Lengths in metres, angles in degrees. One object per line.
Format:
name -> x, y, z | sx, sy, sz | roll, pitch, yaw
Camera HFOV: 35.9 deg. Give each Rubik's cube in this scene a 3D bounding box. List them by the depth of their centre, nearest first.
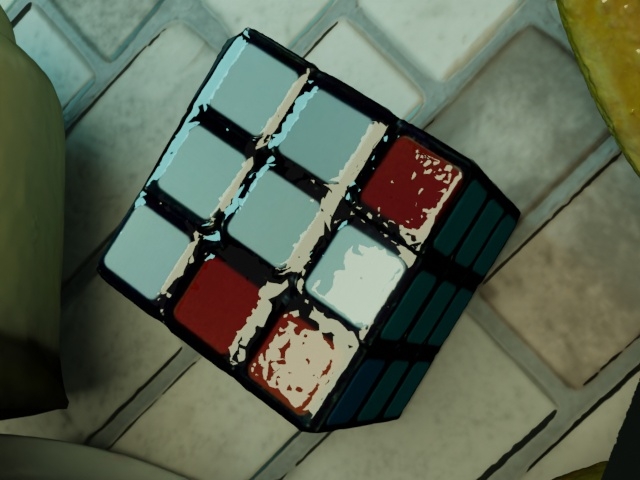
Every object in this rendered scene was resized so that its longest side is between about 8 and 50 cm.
Rubik's cube -> 0.000, 0.000, 0.571 | 0.163, 0.160, 0.162 | 35, 95, 21

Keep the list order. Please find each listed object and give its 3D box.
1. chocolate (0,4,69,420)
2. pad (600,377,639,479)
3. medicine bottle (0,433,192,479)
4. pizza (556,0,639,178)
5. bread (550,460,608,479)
chocolate -> -0.320, -0.032, 0.601 | 0.314, 0.326, 0.297 | -6, 85, 29
pad -> 0.222, 0.098, 0.453 | 0.160, 0.265, 0.009 | 18, 125, 22
medicine bottle -> -0.181, 0.316, 0.564 | 0.211, 0.211, 0.371 | 15, 87, 21
pizza -> 0.256, -0.150, 0.493 | 0.288, 0.075, 0.280 | -38, 109, 4
bread -> 0.177, 0.216, 0.483 | 0.236, 0.070, 0.236 | 10, 112, 26
